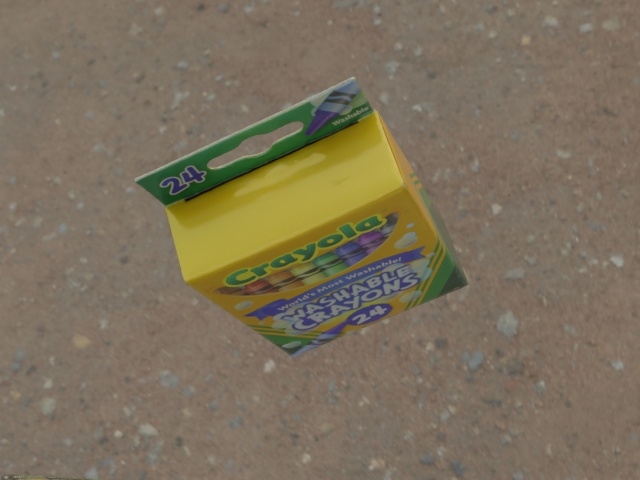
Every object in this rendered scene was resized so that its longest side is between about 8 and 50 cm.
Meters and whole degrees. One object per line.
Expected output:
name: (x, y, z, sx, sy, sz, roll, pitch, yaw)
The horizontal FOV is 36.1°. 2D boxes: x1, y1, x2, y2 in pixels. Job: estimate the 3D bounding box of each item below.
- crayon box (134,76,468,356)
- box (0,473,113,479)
crayon box: (0.000, 0.000, 0.898, 0.203, 0.323, 0.083, -24, 63, 10)
box: (-0.147, 0.208, 0.757, 0.190, 0.184, 0.045, 9, 79, -20)
